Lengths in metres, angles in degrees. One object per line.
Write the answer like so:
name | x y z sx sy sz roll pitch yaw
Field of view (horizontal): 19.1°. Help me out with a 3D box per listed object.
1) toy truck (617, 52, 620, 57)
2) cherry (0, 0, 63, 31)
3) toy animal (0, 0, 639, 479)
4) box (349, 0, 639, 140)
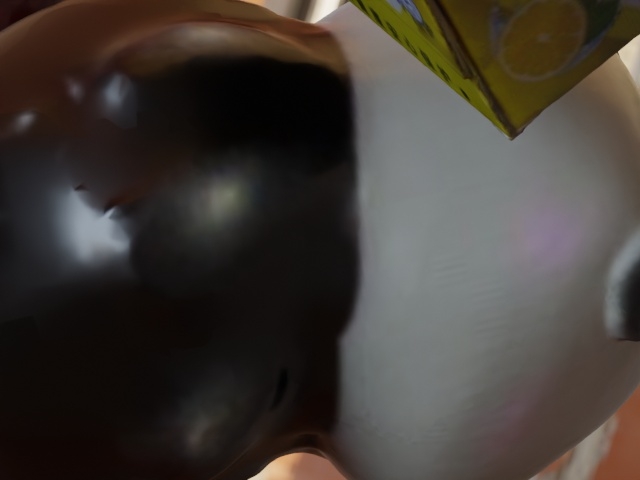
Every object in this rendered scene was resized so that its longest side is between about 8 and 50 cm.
toy truck | 0.123 -0.160 1.204 0.067 0.175 0.081 -27 -4 -21
cherry | -0.219 -0.163 1.222 0.250 0.175 0.192 52 -155 -51
toy animal | 0.000 0.000 0.817 0.251 0.310 0.251 168 90 -88
box | 0.106 -0.178 0.650 0.265 0.168 0.097 -38 -49 -1
